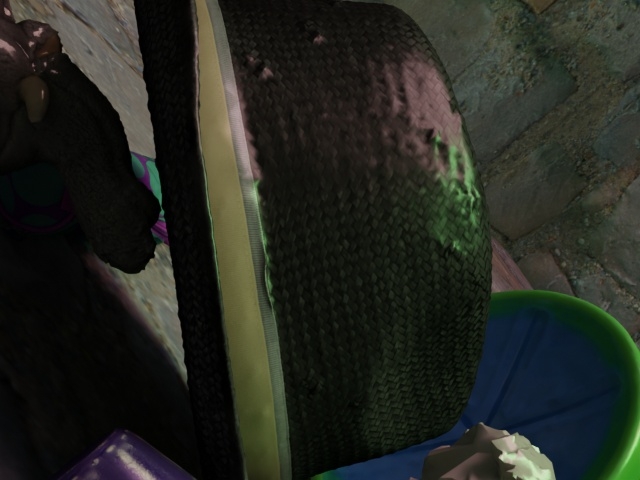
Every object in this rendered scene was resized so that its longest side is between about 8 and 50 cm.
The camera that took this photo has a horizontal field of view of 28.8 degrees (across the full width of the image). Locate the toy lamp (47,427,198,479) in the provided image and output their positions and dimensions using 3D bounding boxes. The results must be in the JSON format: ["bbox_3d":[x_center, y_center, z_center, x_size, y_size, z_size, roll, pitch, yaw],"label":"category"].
[{"bbox_3d":[-0.016,0.197,0.512,0.275,0.080,0.080,54,11,-3],"label":"toy lamp"}]

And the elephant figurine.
[{"bbox_3d":[-0.191,-0.107,0.617,0.169,0.239,0.186,-1,4,-42],"label":"elephant figurine"}]

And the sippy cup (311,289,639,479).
[{"bbox_3d":[0.144,0.191,0.858,0.224,0.240,0.305,57,31,-34],"label":"sippy cup"}]

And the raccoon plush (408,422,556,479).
[{"bbox_3d":[0.256,0.242,0.637,0.299,0.216,0.446,-29,99,-52],"label":"raccoon plush"}]

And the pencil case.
[{"bbox_3d":[-0.138,-0.028,0.762,0.070,0.064,0.151,38,8,15],"label":"pencil case"}]

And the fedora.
[{"bbox_3d":[0.000,0.000,0.638,0.334,0.152,0.334,171,-90,-85],"label":"fedora"}]
